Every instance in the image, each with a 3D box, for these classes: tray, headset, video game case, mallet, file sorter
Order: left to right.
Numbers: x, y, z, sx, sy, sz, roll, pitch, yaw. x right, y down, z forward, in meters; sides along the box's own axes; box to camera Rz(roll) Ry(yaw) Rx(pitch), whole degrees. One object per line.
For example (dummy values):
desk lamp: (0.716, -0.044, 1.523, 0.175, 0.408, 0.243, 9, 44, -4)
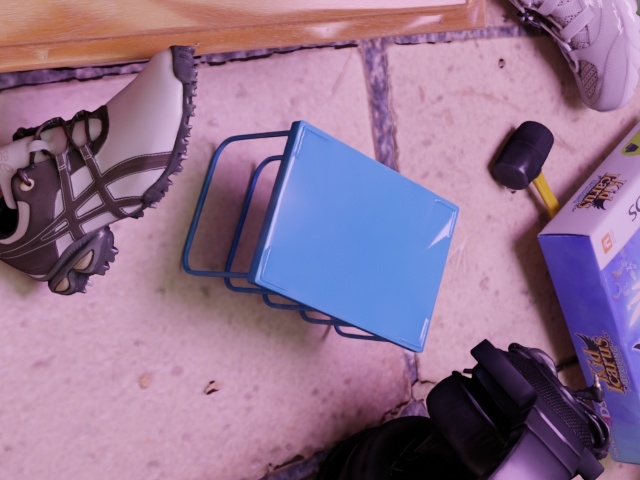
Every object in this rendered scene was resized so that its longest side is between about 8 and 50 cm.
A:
tray: (-0.093, -0.217, 0.757, 0.411, 0.076, 0.202, -9, 102, -23)
file sorter: (0.000, 0.000, 0.906, 0.170, 0.104, 0.118, 25, 75, -38)
headset: (0.125, 0.192, 0.932, 0.185, 0.243, 0.394, 48, 32, -2)
mallet: (0.217, -0.021, 1.142, 0.062, 0.039, 0.189, -47, 123, -31)
video game case: (0.332, 0.043, 1.199, 0.244, 0.061, 0.269, -42, 120, -37)

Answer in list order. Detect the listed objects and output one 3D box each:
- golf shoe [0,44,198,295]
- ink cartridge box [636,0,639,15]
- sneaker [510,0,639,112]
golf shoe: (-0.147, -0.047, 0.741, 0.094, 0.198, 0.077, 23, 31, -28)
ink cartridge box: (0.402, -0.337, 1.135, 0.115, 0.273, 0.198, -43, 117, -32)
sneaker: (0.209, -0.236, 1.110, 0.115, 0.105, 0.281, -26, 116, -2)
